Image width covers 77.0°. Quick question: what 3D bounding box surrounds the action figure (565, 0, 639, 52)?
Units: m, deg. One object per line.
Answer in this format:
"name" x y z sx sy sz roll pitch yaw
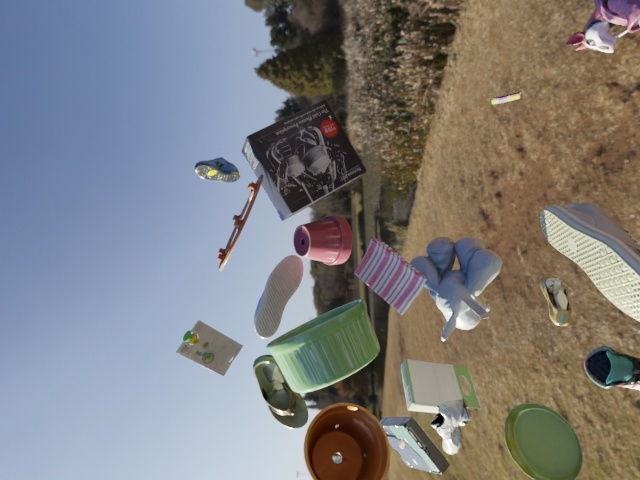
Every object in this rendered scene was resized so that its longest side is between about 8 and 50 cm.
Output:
"action figure" 0.635 -0.489 0.729 0.275 0.370 0.248 57 -138 -9

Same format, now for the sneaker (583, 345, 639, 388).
"sneaker" 0.907 0.375 1.160 0.296 0.179 0.123 -20 59 58

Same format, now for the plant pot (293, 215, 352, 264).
"plant pot" 0.000 0.000 1.609 0.201 0.180 0.201 3 93 55

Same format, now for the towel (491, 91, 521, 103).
"towel" 0.571 -0.437 1.237 0.060 0.083 0.009 -8 -89 -65

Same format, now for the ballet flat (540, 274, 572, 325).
"ballet flat" 0.784 0.177 1.326 0.232 0.080 0.073 -71 -22 -50

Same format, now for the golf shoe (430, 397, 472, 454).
"golf shoe" 0.312 0.462 1.004 0.069 0.086 0.176 -94 6 -64

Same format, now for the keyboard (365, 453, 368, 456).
"keyboard" 0.184 0.882 1.566 0.180 0.108 0.023 -53 1 13

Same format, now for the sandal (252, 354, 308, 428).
"sandal" -0.139 0.516 1.328 0.302 0.120 0.086 63 180 -19

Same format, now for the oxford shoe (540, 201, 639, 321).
"oxford shoe" 0.710 0.028 0.979 0.449 0.130 0.169 -97 -9 -59

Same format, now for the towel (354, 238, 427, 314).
"towel" 0.192 0.103 1.147 0.197 0.029 0.144 42 126 28

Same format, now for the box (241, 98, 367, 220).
"box" -0.063 -0.296 1.506 0.312 0.343 0.179 60 162 -4

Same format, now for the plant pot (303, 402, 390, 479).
"plant pot" 0.075 0.743 1.398 0.203 0.291 0.290 103 168 -51

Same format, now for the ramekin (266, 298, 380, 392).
"ramekin" 0.016 0.294 1.122 0.303 0.304 0.148 49 -164 -84

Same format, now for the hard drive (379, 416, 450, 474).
"hard drive" 0.393 0.888 1.766 0.237 0.064 0.339 50 155 11

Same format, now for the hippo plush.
"hippo plush" 0.415 0.143 1.141 0.236 0.234 0.294 45 -162 -44

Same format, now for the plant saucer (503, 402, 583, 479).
"plant saucer" 0.704 0.638 1.272 0.241 0.037 0.240 -12 75 53

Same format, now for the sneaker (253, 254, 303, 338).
"sneaker" -0.196 0.228 1.715 0.365 0.135 0.150 -63 18 -12

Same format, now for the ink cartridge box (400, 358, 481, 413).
"ink cartridge box" 0.405 0.501 1.378 0.171 0.235 0.056 -89 10 -52

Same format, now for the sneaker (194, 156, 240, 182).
"sneaker" -0.380 -0.265 1.453 0.209 0.069 0.082 0 -120 -61

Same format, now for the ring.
"ring" -0.265 -0.062 1.290 0.336 0.032 0.336 -59 15 27

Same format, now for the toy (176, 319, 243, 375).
"toy" -0.425 0.406 1.536 0.237 0.056 0.136 45 -109 -39
